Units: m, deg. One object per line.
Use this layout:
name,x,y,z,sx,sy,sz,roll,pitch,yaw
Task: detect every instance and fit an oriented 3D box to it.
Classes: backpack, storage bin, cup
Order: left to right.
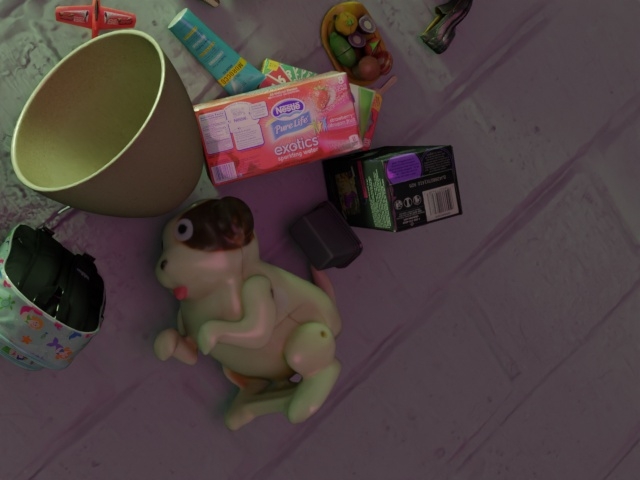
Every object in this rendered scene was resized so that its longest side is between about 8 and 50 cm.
backpack,-0.497,0.113,1.732,0.225,0.253,0.191,38,99,-24
cup,-0.342,-0.172,1.768,0.331,0.331,0.237,-57,138,-10
storage bin,0.000,0.000,2.003,0.091,0.098,0.135,-19,70,-52

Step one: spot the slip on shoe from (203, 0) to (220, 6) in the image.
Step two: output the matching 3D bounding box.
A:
slip on shoe,-0.254,-0.490,1.904,0.135,0.051,0.041,34,120,-31

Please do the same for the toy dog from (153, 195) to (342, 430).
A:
toy dog,-0.139,0.104,1.882,0.408,0.284,0.395,52,59,-19

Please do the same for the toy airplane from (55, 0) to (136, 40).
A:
toy airplane,-0.417,-0.389,1.843,0.151,0.028,0.151,-2,96,-23

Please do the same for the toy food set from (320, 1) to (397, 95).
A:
toy food set,0.092,-0.390,2.052,0.128,0.071,0.218,-36,108,-18

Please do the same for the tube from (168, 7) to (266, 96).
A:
tube,-0.205,-0.361,1.933,0.080,0.052,0.207,-40,115,17

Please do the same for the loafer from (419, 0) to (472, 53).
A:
loafer,0.275,-0.488,2.134,0.061,0.062,0.170,30,81,-19

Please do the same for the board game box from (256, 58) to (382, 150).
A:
board game box,-0.004,-0.272,2.014,0.259,0.039,0.124,14,90,-16

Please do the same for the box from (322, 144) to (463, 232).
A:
box,0.139,-0.108,1.988,0.165,0.270,0.143,-14,100,-23

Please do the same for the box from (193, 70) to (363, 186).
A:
box,-0.088,-0.220,1.908,0.300,0.142,0.154,-16,104,-8
